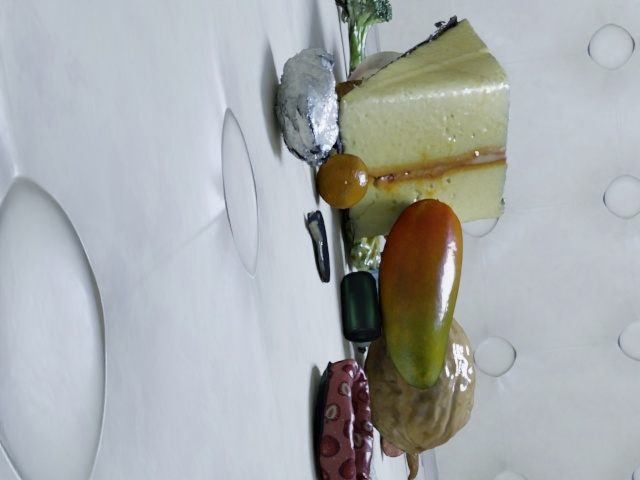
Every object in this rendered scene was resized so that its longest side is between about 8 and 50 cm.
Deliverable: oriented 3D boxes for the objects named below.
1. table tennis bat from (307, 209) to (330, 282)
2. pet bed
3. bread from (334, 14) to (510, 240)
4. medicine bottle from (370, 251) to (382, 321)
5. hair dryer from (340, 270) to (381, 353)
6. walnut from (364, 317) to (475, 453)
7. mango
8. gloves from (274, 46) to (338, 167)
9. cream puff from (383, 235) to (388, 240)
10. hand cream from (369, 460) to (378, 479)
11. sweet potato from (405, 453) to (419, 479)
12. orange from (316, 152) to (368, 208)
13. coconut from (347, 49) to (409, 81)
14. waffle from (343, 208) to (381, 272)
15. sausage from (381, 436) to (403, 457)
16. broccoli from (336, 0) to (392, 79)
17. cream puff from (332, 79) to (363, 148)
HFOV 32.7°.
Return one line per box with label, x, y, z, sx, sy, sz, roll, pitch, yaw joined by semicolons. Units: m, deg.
table tennis bat;0.000;0.000;1.448;0.158;0.014;0.095;69;17;-68
pet bed;0.029;0.243;1.296;0.201;0.053;0.201;-3;90;-79
bread;0.137;-0.170;1.759;0.242;0.404;0.346;-123;-150;-42
medicine bottle;0.122;0.124;1.988;0.083;0.083;0.203;45;37;-78
hair dryer;0.063;0.132;1.709;0.198;0.057;0.100;87;0;-62
walnut;0.164;0.226;1.793;0.198;0.198;0.245;56;36;-74
mango;0.152;0.075;1.671;0.146;0.129;0.289;97;-3;-68
gloves;-0.016;-0.147;1.257;0.153;0.070;0.114;-87;174;-53
cream puff;0.185;-0.087;2.454;0.269;0.154;0.241;-1;79;-76
hand cream;0.042;0.271;1.433;0.067;0.042;0.195;-55;133;-67
sweet potato;0.209;0.442;2.508;0.050;0.050;0.214;63;25;-69
orange;0.031;-0.084;1.529;0.085;0.085;0.085;-7;90;-83
coconut;0.142;-0.232;2.009;0.237;0.236;0.197;-84;-160;-61
waffle;0.071;-0.045;1.869;0.214;0.054;0.208;15;67;-81
sausage;0.145;0.276;2.065;0.078;0.078;0.304;74;11;-49
broccoli;0.081;-0.414;2.219;0.118;0.122;0.204;-23;120;-67
cream puff;0.053;-0.194;1.714;0.116;0.122;0.094;9;59;-41
